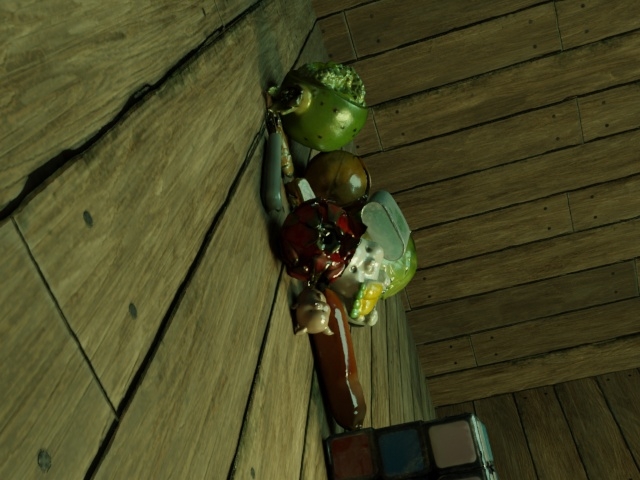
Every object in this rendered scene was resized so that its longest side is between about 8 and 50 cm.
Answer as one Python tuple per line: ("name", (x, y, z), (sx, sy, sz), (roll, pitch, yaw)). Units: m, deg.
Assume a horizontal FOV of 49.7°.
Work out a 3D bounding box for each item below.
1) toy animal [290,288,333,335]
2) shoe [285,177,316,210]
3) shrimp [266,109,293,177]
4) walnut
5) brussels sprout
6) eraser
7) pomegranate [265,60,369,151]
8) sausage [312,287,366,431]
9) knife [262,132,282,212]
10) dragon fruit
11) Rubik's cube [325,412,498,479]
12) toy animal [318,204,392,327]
("toy animal", (-0.017, 0.160, 1.574), (0.150, 0.083, 0.089), (-90, 164, -57))
("shoe", (-0.048, -0.112, 1.801), (0.072, 0.069, 0.109), (-51, 123, -30))
("shrimp", (-0.100, -0.250, 1.791), (0.099, 0.041, 0.180), (-53, 128, -78))
("walnut", (0.046, -0.176, 2.041), (0.336, 0.209, 0.209), (-90, 163, -68))
("brussels sprout", (0.151, 0.043, 2.161), (0.344, 0.268, 0.344), (29, 46, -34))
("eraser", (0.185, -0.045, 1.921), (0.174, 0.081, 0.227), (59, 14, -5))
("pomegranate", (-0.017, -0.376, 1.916), (0.340, 0.260, 0.261), (-7, 82, -48))
("sausage", (0.038, 0.289, 1.661), (0.097, 0.094, 0.349), (6, 71, -67))
("knife", (-0.110, -0.160, 1.635), (0.266, 0.040, 0.073), (-93, 175, -48))
("dragon fruit", (0.000, 0.000, 1.558), (0.193, 0.192, 0.274), (54, -13, 7))
("Rubik's cube", (0.237, 0.597, 1.567), (0.363, 0.358, 0.362), (55, 25, -63))
("toy animal", (0.076, 0.076, 1.791), (0.247, 0.183, 0.310), (41, -15, 38))
